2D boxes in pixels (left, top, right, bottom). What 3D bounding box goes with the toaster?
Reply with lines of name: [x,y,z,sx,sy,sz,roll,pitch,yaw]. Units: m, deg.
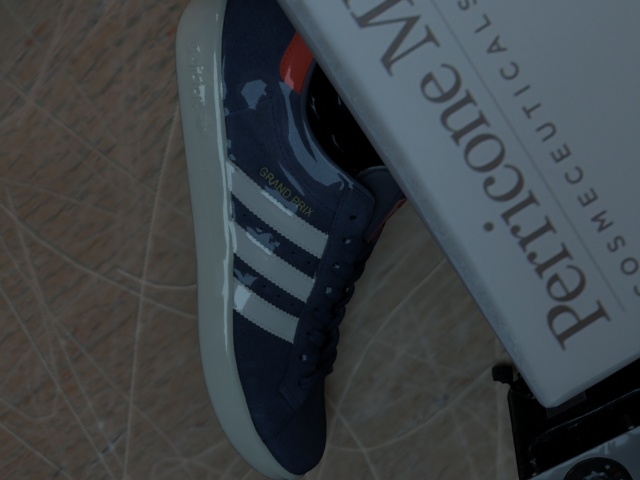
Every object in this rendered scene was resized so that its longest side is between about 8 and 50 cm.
toaster: [0.215,0.126,1.259,0.168,0.185,0.110,-27,107,11]

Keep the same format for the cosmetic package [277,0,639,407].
cosmetic package: [0.181,-0.184,1.007,0.394,0.327,0.329,-32,104,6]

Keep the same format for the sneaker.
sneaker: [0.000,0.000,1.261,0.148,0.131,0.350,-1,111,15]
